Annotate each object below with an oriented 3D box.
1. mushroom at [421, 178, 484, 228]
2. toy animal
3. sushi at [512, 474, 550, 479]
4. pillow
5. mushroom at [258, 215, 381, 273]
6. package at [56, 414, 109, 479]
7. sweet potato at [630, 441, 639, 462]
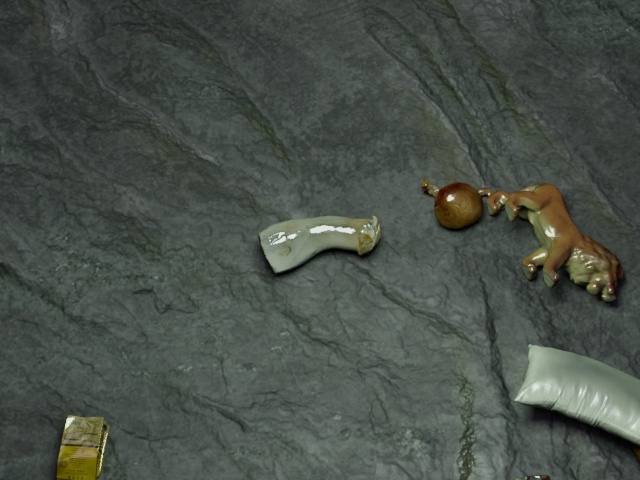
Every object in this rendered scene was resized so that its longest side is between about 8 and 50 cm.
[{"bbox_3d":[0.235,-0.073,2.092,0.130,0.073,0.088,30,105,20],"label":"mushroom"},{"bbox_3d":[0.425,-0.010,2.049,0.158,0.097,0.312,-18,62,-18],"label":"toy animal"},{"bbox_3d":[0.346,0.436,1.840,0.094,0.084,0.098,4,62,8],"label":"sushi"},{"bbox_3d":[0.456,0.263,1.908,0.254,0.078,0.144,20,45,12],"label":"pillow"},{"bbox_3d":[0.000,-0.003,2.070,0.223,0.081,0.092,-10,47,-3],"label":"mushroom"},{"bbox_3d":[-0.409,0.367,1.939,0.071,0.047,0.131,7,64,3],"label":"package"},{"bbox_3d":[0.598,0.408,1.850,0.067,0.067,0.274,-36,63,-13],"label":"sweet potato"}]
